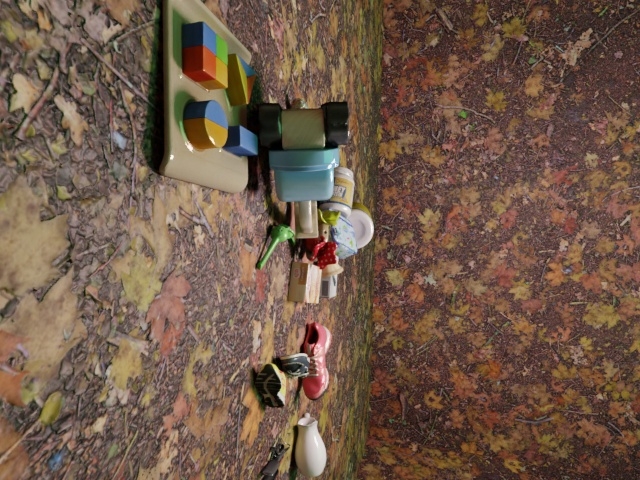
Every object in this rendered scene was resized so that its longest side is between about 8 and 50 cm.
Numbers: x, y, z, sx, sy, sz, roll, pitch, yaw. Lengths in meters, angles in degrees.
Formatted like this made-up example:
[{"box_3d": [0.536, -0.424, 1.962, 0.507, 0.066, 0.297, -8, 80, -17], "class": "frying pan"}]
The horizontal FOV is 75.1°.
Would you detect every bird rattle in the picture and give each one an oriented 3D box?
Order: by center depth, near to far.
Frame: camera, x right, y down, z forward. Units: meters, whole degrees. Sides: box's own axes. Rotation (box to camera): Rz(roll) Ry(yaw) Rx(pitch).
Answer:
[{"box_3d": [0.000, 0.000, 1.583, 0.207, 0.143, 0.254, 131, -42, -58], "class": "bird rattle"}]

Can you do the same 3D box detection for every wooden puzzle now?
[{"box_3d": [-0.213, -0.289, 0.889, 0.322, 0.080, 0.348, 3, 91, -75], "class": "wooden puzzle"}]

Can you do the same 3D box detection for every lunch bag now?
[{"box_3d": [0.069, -0.032, 1.758, 0.219, 0.090, 0.176, 31, 43, -51], "class": "lunch bag"}]

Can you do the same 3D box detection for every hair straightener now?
[{"box_3d": [-0.144, 0.735, 1.410, 0.230, 0.047, 0.089, -2, 95, -75], "class": "hair straightener"}]

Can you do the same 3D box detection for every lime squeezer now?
[{"box_3d": [-0.119, -0.001, 1.338, 0.310, 0.058, 0.110, -41, 132, -70], "class": "lime squeezer"}]

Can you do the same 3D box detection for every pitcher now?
[{"box_3d": [-0.044, 0.823, 1.691, 0.178, 0.125, 0.207, 92, -9, -85], "class": "pitcher"}]

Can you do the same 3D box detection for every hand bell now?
[{"box_3d": [0.011, 0.026, 1.791, 0.126, 0.126, 0.242, -42, 121, -69], "class": "hand bell"}]

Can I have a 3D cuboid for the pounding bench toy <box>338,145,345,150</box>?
[{"box_3d": [0.089, -0.481, 2.007, 0.065, 0.052, 0.083, 69, 28, -56], "class": "pounding bench toy"}]

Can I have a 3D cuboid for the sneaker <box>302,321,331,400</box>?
[{"box_3d": [-0.035, 0.481, 1.695, 0.136, 0.115, 0.314, 56, 32, -50], "class": "sneaker"}]

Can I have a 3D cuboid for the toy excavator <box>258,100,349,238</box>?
[{"box_3d": [-0.052, -0.174, 1.226, 0.433, 0.222, 0.446, -102, -169, -72], "class": "toy excavator"}]

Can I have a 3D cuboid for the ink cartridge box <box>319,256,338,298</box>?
[{"box_3d": [0.056, 0.130, 2.000, 0.239, 0.060, 0.275, 6, 87, -73], "class": "ink cartridge box"}]

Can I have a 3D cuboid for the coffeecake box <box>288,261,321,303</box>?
[{"box_3d": [-0.056, 0.163, 1.578, 0.185, 0.068, 0.143, 32, 64, -72], "class": "coffeecake box"}]

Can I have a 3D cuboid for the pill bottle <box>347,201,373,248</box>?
[{"box_3d": [0.159, -0.087, 2.041, 0.334, 0.187, 0.188, -74, 163, -75], "class": "pill bottle"}]

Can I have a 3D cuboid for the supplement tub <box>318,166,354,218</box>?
[{"box_3d": [0.073, -0.207, 1.830, 0.144, 0.144, 0.200, 54, 41, -67], "class": "supplement tub"}]

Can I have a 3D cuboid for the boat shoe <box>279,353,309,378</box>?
[{"box_3d": [-0.089, 0.450, 1.480, 0.254, 0.095, 0.079, 79, 8, -68], "class": "boat shoe"}]

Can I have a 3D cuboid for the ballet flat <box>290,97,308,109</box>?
[{"box_3d": [-0.059, -0.374, 1.446, 0.077, 0.091, 0.241, -54, 148, -23], "class": "ballet flat"}]

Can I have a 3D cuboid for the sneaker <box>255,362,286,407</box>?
[{"box_3d": [-0.149, 0.433, 1.297, 0.094, 0.081, 0.209, -80, 172, -47], "class": "sneaker"}]
